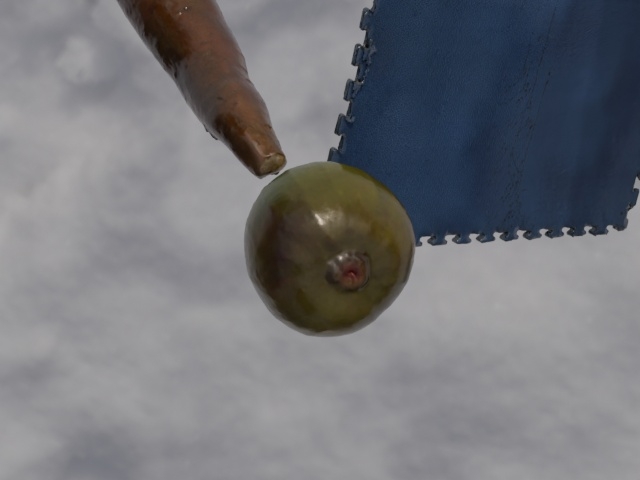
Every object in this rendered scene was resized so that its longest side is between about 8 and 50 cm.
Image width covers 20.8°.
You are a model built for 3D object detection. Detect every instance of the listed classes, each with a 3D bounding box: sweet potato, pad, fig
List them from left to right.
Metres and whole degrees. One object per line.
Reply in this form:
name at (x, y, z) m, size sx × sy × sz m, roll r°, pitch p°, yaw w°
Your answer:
sweet potato at (-0.080, -0.125, 1.064) m, size 0.057 × 0.264 × 0.057 m, roll -21°, pitch 143°, yaw -17°
fig at (0.000, 0.000, 0.759) m, size 0.074 × 0.088 × 0.074 m, roll -7°, pitch 113°, yaw -17°
pad at (0.125, -0.120, 1.027) m, size 0.012 × 0.269 × 0.270 m, roll 34°, pitch 117°, yaw 45°
